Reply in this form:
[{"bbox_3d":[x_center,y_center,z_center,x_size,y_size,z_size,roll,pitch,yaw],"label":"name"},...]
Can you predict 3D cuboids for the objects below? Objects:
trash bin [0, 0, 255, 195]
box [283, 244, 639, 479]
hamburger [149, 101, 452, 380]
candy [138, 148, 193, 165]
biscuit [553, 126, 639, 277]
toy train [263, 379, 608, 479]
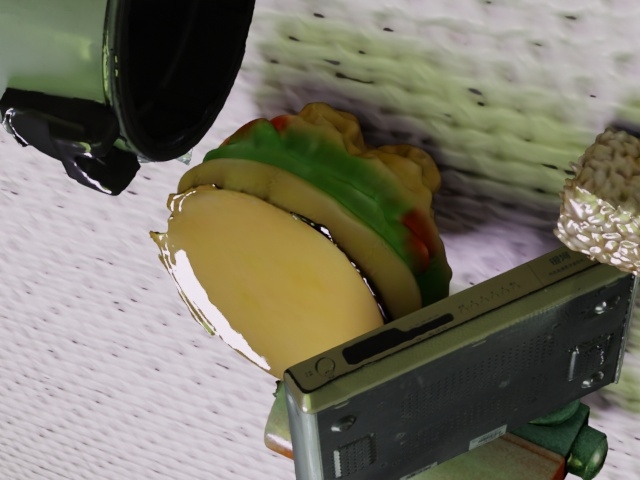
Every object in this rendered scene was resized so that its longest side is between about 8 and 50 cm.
[{"bbox_3d":[-0.196,-0.184,1.125,0.263,0.277,0.217,14,151,17],"label":"trash bin"},{"bbox_3d":[0.106,0.101,1.271,0.211,0.270,0.045,88,156,-56],"label":"box"},{"bbox_3d":[0.000,0.000,1.325,0.237,0.149,0.237,23,143,19],"label":"hamburger"},{"bbox_3d":[-0.221,-0.153,1.407,0.292,0.059,0.086,38,149,-11],"label":"candy"},{"bbox_3d":[0.239,-0.009,1.137,0.168,0.070,0.082,24,155,13],"label":"biscuit"},{"bbox_3d":[0.090,0.156,1.448,0.285,0.177,0.116,23,152,17],"label":"toy train"}]
